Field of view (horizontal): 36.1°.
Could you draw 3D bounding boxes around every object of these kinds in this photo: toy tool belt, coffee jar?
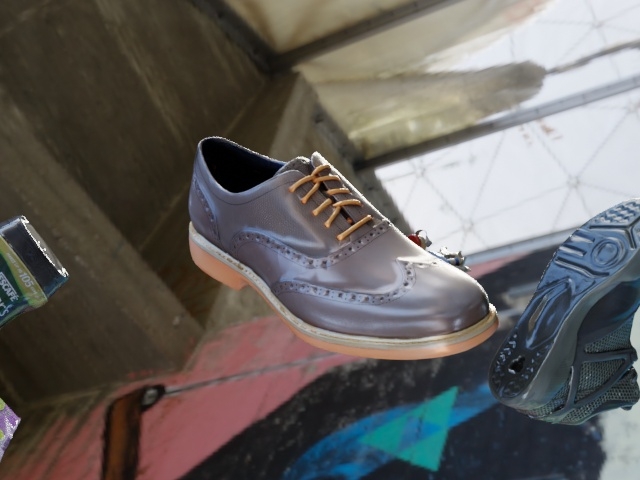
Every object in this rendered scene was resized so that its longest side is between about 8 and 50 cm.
[{"bbox_3d":[0.120,0.029,0.963,0.051,0.052,0.083,3,-132,-43],"label":"toy tool belt"},{"bbox_3d":[-0.349,0.059,0.981,0.184,0.079,0.096,-40,-78,-22],"label":"coffee jar"}]

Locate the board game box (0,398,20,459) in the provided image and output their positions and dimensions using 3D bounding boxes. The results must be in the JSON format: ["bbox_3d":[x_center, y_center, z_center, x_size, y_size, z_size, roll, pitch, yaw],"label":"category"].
[{"bbox_3d":[-0.325,0.030,0.582,0.347,0.056,0.208,52,-174,-13],"label":"board game box"}]

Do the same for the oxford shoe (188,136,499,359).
[{"bbox_3d":[0.000,0.000,0.899,0.130,0.363,0.133,-31,-51,-39],"label":"oxford shoe"}]

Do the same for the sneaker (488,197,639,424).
[{"bbox_3d":[0.262,0.074,0.914,0.130,0.087,0.228,33,-91,-34],"label":"sneaker"}]
